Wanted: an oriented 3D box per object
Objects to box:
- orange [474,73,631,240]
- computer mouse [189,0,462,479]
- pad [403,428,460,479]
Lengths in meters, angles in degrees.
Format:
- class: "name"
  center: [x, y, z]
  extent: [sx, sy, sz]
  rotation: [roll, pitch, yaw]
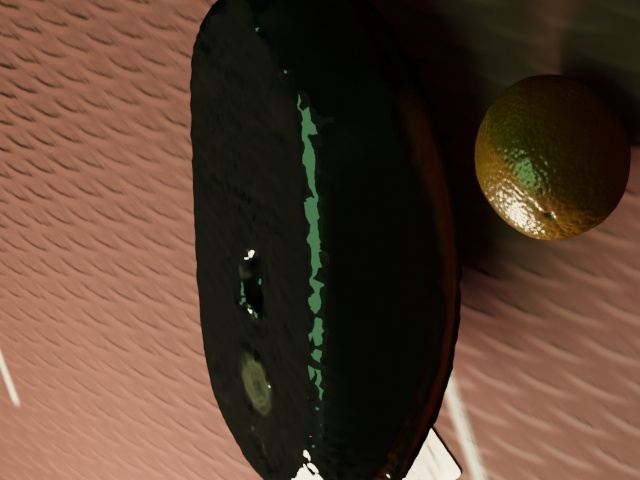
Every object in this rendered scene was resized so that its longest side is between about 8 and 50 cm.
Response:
- class: "orange"
  center: [0.112, -0.041, 0.853]
  extent: [0.085, 0.085, 0.085]
  rotation: [36, 138, 39]
- class: "computer mouse"
  center: [0.004, -0.001, 1.003]
  extent: [0.183, 0.116, 0.323]
  rotation: [27, 125, 49]
- class: "pad"
  center: [0.026, 0.144, 1.178]
  extent: [0.113, 0.006, 0.188]
  rotation: [57, 148, 14]
